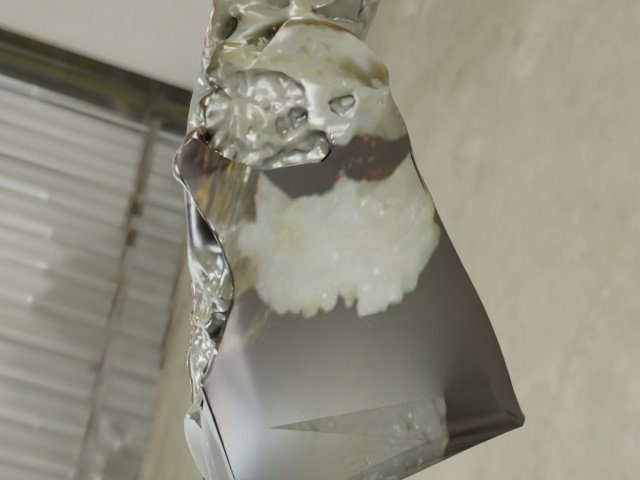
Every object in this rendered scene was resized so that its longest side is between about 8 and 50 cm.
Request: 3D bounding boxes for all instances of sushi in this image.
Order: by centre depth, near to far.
[{"bbox_3d":[-0.019,-0.006,0.680,0.109,0.134,0.272,130,126,-67],"label":"sushi"}]
